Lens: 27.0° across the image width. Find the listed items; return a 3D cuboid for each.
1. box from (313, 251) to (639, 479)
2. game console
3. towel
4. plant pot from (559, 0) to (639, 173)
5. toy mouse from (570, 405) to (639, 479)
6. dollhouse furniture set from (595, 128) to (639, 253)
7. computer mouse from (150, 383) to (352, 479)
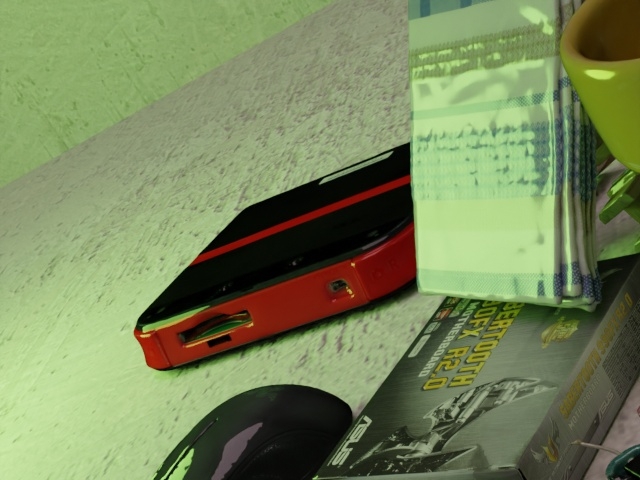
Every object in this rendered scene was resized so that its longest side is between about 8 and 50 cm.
[{"bbox_3d":[0.126,0.108,0.950,0.183,0.056,0.231,-14,26,45],"label":"box"},{"bbox_3d":[0.000,0.000,1.457,0.386,0.060,0.342,-20,17,33],"label":"game console"},{"bbox_3d":[0.131,-0.092,0.983,0.034,0.285,0.209,-2,0,-29],"label":"towel"},{"bbox_3d":[0.313,-0.078,0.829,0.254,0.239,0.254,-30,18,11],"label":"plant pot"},{"bbox_3d":[0.219,0.122,0.801,0.143,0.031,0.161,-19,22,35],"label":"toy mouse"},{"bbox_3d":[0.225,-0.108,1.113,0.161,0.212,0.242,-47,-2,-37],"label":"dollhouse furniture set"},{"bbox_3d":[-0.093,0.196,1.058,0.272,0.072,0.188,-39,18,-18],"label":"computer mouse"}]
